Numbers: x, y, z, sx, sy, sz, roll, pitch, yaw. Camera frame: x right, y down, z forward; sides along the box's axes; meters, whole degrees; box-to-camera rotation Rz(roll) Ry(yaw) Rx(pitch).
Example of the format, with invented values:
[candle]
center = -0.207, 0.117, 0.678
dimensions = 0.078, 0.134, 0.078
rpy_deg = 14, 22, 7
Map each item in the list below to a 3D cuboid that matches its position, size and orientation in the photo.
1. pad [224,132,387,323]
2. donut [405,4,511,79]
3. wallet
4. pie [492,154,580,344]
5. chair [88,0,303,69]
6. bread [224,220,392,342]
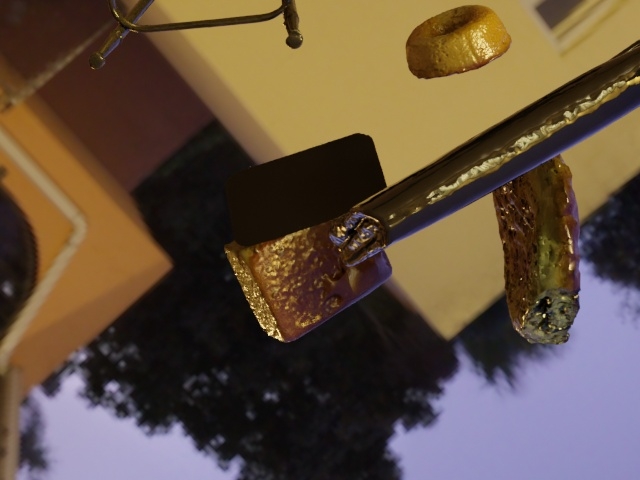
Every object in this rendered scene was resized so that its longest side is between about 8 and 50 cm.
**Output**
[pad]
center = -0.004, -0.009, 1.969
dimensions = 0.250, 0.323, 0.055
rpy_deg = -17, 157, 4
[donut]
center = 0.201, -0.304, 1.933
dimensions = 0.162, 0.065, 0.178
rpy_deg = -23, -157, -5
[wallet]
center = 0.202, -0.101, 1.325
dimensions = 0.406, 0.062, 0.228
rpy_deg = -30, 180, -11
[pie]
center = 0.318, -0.007, 1.876
dimensions = 0.103, 0.354, 0.288
rpy_deg = -6, -115, 1
[chair]
center = -0.196, -0.538, 2.155
dimensions = 0.362, 0.364, 0.410
rpy_deg = -4, -156, 12
[bread]
center = -0.014, 0.037, 2.092
dimensions = 0.234, 0.184, 0.110
rpy_deg = -33, -159, -22
